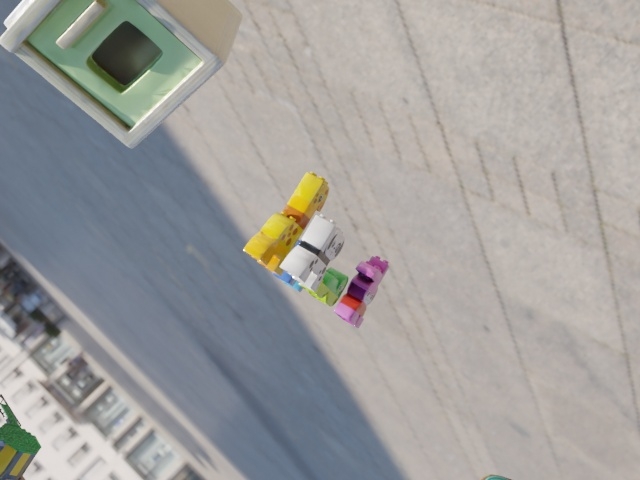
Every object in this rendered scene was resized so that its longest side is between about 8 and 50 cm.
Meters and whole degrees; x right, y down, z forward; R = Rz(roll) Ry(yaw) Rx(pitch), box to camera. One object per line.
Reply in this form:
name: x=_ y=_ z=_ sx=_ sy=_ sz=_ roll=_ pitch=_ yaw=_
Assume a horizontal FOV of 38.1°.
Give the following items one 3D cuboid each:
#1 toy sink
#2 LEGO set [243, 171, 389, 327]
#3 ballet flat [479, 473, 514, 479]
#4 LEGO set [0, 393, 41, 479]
toy sink: x=-0.219 y=-0.234 z=0.927 sx=0.234 sy=0.153 sz=0.131 roll=42 pitch=-150 yaw=-23
LEGO set: x=0.000 y=0.000 z=0.832 sx=0.087 sy=0.093 sz=0.227 roll=29 pitch=174 yaw=19
ballet flat: x=0.259 y=0.350 z=1.068 sx=0.206 sy=0.073 sz=0.067 roll=38 pitch=155 yaw=12
LEGO set: x=-0.553 y=0.262 z=1.242 sx=0.331 sy=0.192 sz=0.255 roll=39 pitch=-172 yaw=33
